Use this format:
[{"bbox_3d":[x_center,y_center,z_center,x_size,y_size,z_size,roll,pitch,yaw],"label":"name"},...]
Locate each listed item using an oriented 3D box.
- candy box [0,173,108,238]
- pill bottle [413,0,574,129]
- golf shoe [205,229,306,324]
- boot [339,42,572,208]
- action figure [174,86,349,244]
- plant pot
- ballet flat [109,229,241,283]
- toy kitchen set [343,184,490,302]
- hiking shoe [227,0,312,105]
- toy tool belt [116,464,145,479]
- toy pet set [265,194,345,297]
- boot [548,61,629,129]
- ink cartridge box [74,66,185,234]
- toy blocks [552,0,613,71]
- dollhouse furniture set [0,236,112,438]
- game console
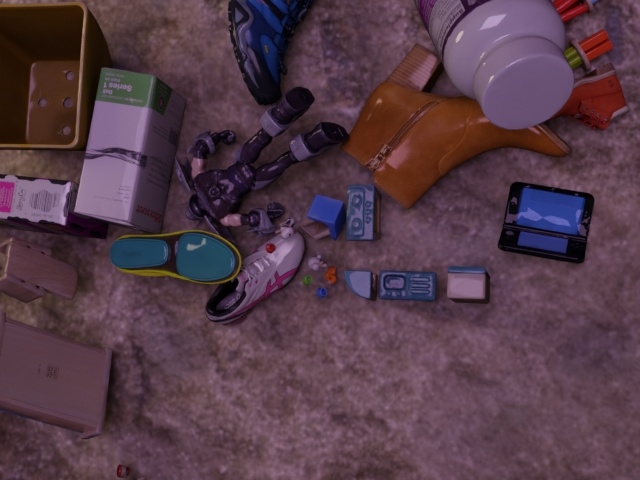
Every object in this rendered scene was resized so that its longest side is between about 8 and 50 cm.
[{"bbox_3d":[-0.458,-0.056,1.703,0.233,0.159,0.071,5,84,11],"label":"candy box"},{"bbox_3d":[0.234,-0.295,1.525,0.169,0.169,0.302,-24,49,8],"label":"pill bottle"},{"bbox_3d":[-0.094,0.056,1.658,0.186,0.086,0.067,-46,78,2],"label":"golf shoe"},{"bbox_3d":[0.190,-0.130,1.622,0.295,0.104,0.211,34,97,17],"label":"boot"},{"bbox_3d":[-0.102,-0.103,1.661,0.285,0.099,0.185,-35,94,26],"label":"action figure"},{"bbox_3d":[-0.421,-0.228,1.698,0.212,0.187,0.212,1,84,12],"label":"plant pot"},{"bbox_3d":[-0.205,0.023,1.672,0.230,0.077,0.077,4,86,26],"label":"ballet flat"},{"bbox_3d":[0.137,0.003,1.598,0.207,0.122,0.166,1,84,11],"label":"toy kitchen set"},{"bbox_3d":[-0.065,-0.353,1.673,0.132,0.113,0.304,-5,79,9],"label":"hiking shoe"},{"bbox_3d":[-0.282,0.379,1.685,0.051,0.052,0.083,4,88,-20],"label":"toy tool belt"},{"bbox_3d":[0.000,0.000,1.635,0.122,0.065,0.114,41,55,-23],"label":"toy pet set"},{"bbox_3d":[0.371,-0.188,1.579,0.157,0.059,0.085,-25,90,-27],"label":"boot"},{"bbox_3d":[-0.282,-0.129,1.675,0.092,0.160,0.220,10,85,10],"label":"ink cartridge box"},{"bbox_3d":[0.374,-0.308,1.619,0.148,0.054,0.123,-32,78,6],"label":"toy blocks"},{"bbox_3d":[-0.495,0.195,1.734,0.303,0.198,0.287,-22,55,39],"label":"dollhouse furniture set"},{"bbox_3d":[0.322,-0.026,1.594,0.122,0.107,0.071,10,114,12],"label":"game console"}]
